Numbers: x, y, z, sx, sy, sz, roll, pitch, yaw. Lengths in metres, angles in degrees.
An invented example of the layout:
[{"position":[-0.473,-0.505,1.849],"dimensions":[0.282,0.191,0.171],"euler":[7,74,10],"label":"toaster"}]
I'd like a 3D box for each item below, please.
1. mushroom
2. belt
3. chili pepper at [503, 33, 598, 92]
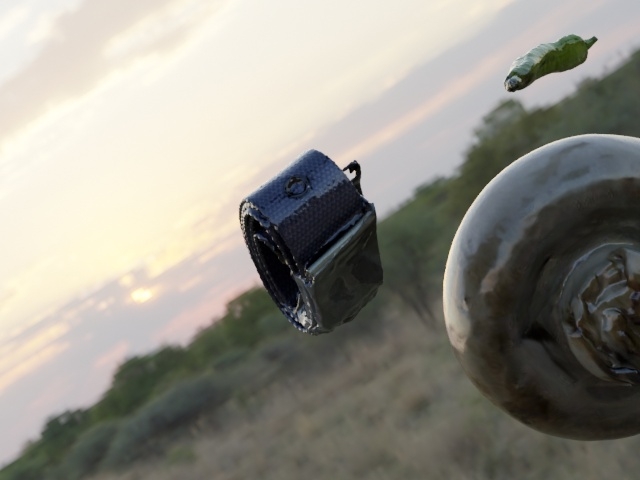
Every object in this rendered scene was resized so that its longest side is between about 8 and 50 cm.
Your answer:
[{"position":[0.323,0.062,1.719],"dimensions":[0.362,0.362,0.294],"euler":[-33,20,0],"label":"mushroom"},{"position":[0.000,0.000,1.606],"dimensions":[0.126,0.139,0.230],"euler":[-38,-29,-16],"label":"belt"},{"position":[0.241,-0.193,1.687],"dimensions":[0.208,0.049,0.043],"euler":[-31,-35,-48],"label":"chili pepper"}]
